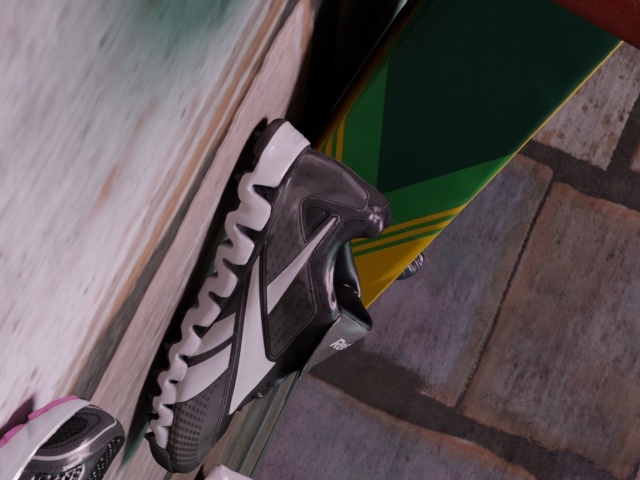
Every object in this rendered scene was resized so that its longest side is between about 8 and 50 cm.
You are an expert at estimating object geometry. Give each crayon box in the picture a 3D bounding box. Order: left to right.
[{"bbox_3d":[0.118,-0.162,0.791,0.313,0.106,0.363,-49,-172,42],"label":"crayon box"}]

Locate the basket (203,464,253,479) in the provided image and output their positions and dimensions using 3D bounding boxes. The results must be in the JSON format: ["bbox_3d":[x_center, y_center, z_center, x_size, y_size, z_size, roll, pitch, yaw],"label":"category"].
[{"bbox_3d":[-0.050,0.472,1.234,0.328,0.331,0.266,-63,177,-14],"label":"basket"}]

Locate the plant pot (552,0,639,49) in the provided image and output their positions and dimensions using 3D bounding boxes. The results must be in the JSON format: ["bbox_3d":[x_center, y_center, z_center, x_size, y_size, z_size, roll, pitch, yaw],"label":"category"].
[{"bbox_3d":[0.134,-0.170,0.331,0.272,0.265,0.272,25,90,-86],"label":"plant pot"}]

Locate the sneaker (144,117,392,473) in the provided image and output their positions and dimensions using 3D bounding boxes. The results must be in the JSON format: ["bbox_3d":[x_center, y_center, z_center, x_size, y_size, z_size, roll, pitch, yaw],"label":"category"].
[{"bbox_3d":[-0.028,0.053,0.648,0.234,0.106,0.078,-66,174,17],"label":"sneaker"}]

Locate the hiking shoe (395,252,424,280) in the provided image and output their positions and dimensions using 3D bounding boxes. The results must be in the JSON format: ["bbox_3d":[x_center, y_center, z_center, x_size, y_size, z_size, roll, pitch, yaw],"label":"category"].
[{"bbox_3d":[0.071,-0.075,1.300,0.132,0.113,0.304,-25,-145,46],"label":"hiking shoe"}]

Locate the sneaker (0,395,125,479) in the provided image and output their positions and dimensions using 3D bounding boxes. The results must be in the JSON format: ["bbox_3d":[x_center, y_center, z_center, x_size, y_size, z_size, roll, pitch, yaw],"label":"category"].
[{"bbox_3d":[-0.111,0.146,0.393,0.072,0.077,0.178,109,7,-62],"label":"sneaker"}]
